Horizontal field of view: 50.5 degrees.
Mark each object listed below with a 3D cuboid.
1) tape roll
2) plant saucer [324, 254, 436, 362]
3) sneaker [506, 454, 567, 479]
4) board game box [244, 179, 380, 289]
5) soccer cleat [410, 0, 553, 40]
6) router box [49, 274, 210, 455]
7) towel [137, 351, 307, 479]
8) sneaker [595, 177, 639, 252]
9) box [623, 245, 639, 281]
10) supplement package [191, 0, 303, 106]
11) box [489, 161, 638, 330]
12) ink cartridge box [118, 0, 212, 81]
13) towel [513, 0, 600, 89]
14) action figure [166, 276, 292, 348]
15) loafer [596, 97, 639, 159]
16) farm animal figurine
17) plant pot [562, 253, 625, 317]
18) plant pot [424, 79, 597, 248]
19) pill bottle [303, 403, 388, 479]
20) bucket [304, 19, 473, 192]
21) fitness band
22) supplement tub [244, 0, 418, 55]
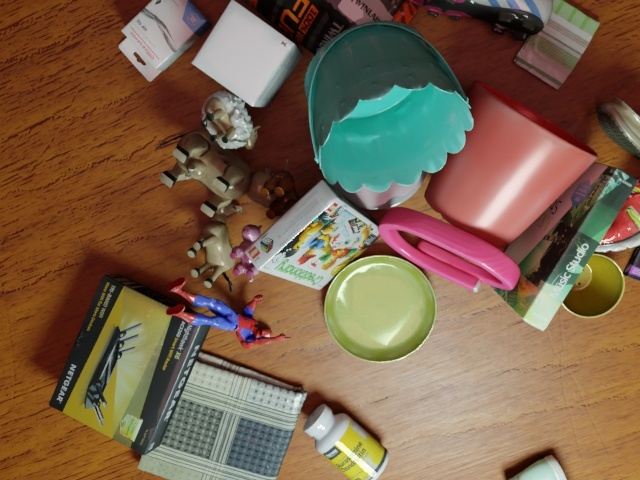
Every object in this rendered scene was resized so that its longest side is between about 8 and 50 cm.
[{"bbox_3d":[0.113,-0.176,1.394,0.219,0.072,0.219,0,100,2],"label":"tape roll"},{"bbox_3d":[0.129,0.146,1.471,0.241,0.037,0.240,0,101,2],"label":"plant saucer"},{"bbox_3d":[0.503,0.624,1.516,0.151,0.094,0.255,-24,89,1],"label":"sneaker"},{"bbox_3d":[0.000,0.000,1.321,0.193,0.305,0.053,-42,68,9],"label":"board game box"},{"bbox_3d":[0.293,-0.503,1.317,0.331,0.116,0.143,19,84,-3],"label":"soccer cleat"},{"bbox_3d":[-0.404,0.260,1.449,0.243,0.081,0.308,23,92,10],"label":"router box"},{"bbox_3d":[-0.229,0.424,1.539,0.324,0.056,0.312,18,104,-3],"label":"towel"},{"bbox_3d":[0.633,-0.063,1.356,0.279,0.107,0.118,-23,101,23],"label":"sneaker"},{"bbox_3d":[0.728,0.021,1.427,0.116,0.029,0.162,20,100,-1],"label":"box"},{"bbox_3d":[-0.130,-0.345,1.284,0.134,0.244,0.139,35,100,-4],"label":"supplement package"},{"bbox_3d":[0.459,-0.007,1.328,0.058,0.232,0.322,25,100,-9],"label":"box"},{"bbox_3d":[-0.322,-0.418,1.371,0.180,0.060,0.104,-41,97,9],"label":"ink cartridge box"},{"bbox_3d":[0.475,-0.396,1.366,0.113,0.023,0.152,30,98,-6],"label":"towel"},{"bbox_3d":[-0.167,0.151,1.392,0.139,0.280,0.091,-21,56,27],"label":"action figure"},{"bbox_3d":[0.667,-0.204,1.357,0.268,0.102,0.092,37,99,-14],"label":"loafer"},{"bbox_3d":[-0.178,-0.096,1.360,0.330,0.172,0.326,-34,100,34],"label":"farm animal figurine"},{"bbox_3d":[0.547,0.084,1.412,0.134,0.095,0.134,0,100,2],"label":"plant pot"},{"bbox_3d":[0.344,-0.136,1.307,0.275,0.275,0.243,30,111,-3],"label":"plant pot"},{"bbox_3d":[0.054,0.448,1.498,0.184,0.103,0.103,41,100,-5],"label":"pill bottle"},{"bbox_3d":[0.107,-0.235,1.194,0.281,0.281,0.183,-21,59,6],"label":"bucket"},{"bbox_3d":[0.249,0.024,1.338,0.291,0.209,0.054,25,78,19],"label":"fitness band"},{"bbox_3d":[0.003,-0.469,1.275,0.338,0.207,0.207,36,100,-4],"label":"supplement tub"}]
